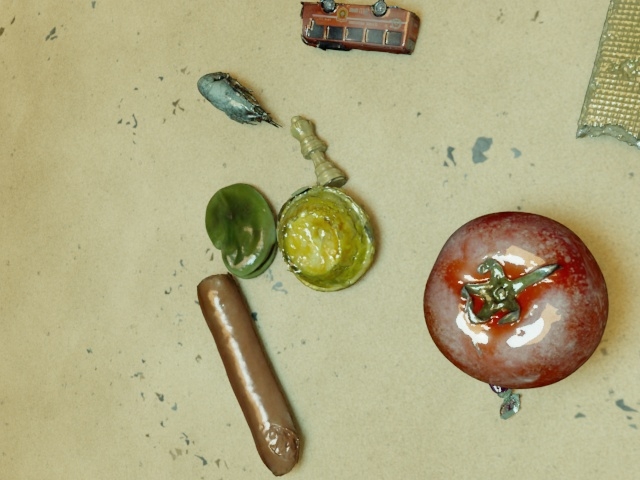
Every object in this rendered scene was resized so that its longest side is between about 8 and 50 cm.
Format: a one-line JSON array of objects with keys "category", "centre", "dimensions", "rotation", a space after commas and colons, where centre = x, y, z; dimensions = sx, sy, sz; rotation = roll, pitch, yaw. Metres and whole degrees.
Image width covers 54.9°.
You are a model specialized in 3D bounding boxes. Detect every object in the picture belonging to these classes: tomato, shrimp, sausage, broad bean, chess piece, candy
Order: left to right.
[{"category": "shrimp", "centre": [-0.167, -0.285, 1.288], "dimensions": [0.233, 0.079, 0.090], "rotation": [35, 138, 21]}, {"category": "broad bean", "centre": [-0.162, -0.025, 1.270], "dimensions": [0.153, 0.072, 0.206], "rotation": [-17, 78, 12]}, {"category": "sausage", "centre": [-0.143, 0.260, 1.233], "dimensions": [0.094, 0.094, 0.418], "rotation": [-30, 75, 18]}, {"category": "chess piece", "centre": [-0.012, -0.176, 1.215], "dimensions": [0.060, 0.060, 0.172], "rotation": [-35, 71, 20]}, {"category": "candy", "centre": [0.294, 0.216, 1.050], "dimensions": [0.045, 0.043, 0.175], "rotation": [-24, 76, 13]}, {"category": "tomato", "centre": [0.301, 0.093, 0.950], "dimensions": [0.270, 0.227, 0.270], "rotation": [-8, 74, 29]}]

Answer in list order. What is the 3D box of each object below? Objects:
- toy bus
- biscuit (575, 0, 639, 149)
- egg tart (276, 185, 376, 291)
[{"category": "toy bus", "centre": [0.070, -0.410, 1.179], "dimensions": [0.235, 0.073, 0.096], "rotation": [12, 99, 25]}, {"category": "biscuit", "centre": [0.486, -0.267, 0.971], "dimensions": [0.108, 0.062, 0.238], "rotation": [15, 95, 26]}, {"category": "egg tart", "centre": [0.000, 0.000, 1.159], "dimensions": [0.213, 0.090, 0.212], "rotation": [4, 101, 21]}]
